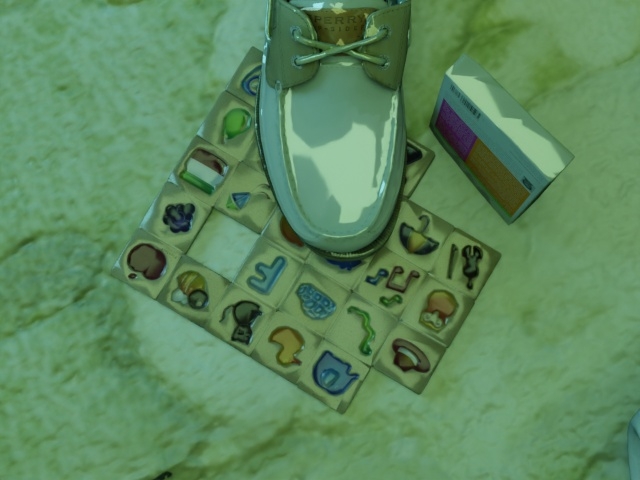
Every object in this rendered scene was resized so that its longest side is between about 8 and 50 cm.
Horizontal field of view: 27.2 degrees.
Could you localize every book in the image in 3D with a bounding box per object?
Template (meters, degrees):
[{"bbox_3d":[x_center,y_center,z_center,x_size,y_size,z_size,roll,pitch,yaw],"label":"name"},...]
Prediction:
[{"bbox_3d":[0.116,-0.066,0.896,0.035,0.144,0.096,-43,84,-6],"label":"book"}]

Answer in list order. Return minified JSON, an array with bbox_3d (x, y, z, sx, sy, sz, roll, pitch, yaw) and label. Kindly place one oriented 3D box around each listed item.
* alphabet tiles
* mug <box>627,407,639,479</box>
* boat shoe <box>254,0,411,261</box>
[{"bbox_3d":[0.000,0.000,0.957,0.237,0.009,0.198,31,83,4],"label":"alphabet tiles"},{"bbox_3d":[0.373,0.210,0.793,0.328,0.276,0.374,-9,84,6],"label":"mug"},{"bbox_3d":[0.007,-0.140,0.921,0.113,0.103,0.302,-3,78,-2],"label":"boat shoe"}]
